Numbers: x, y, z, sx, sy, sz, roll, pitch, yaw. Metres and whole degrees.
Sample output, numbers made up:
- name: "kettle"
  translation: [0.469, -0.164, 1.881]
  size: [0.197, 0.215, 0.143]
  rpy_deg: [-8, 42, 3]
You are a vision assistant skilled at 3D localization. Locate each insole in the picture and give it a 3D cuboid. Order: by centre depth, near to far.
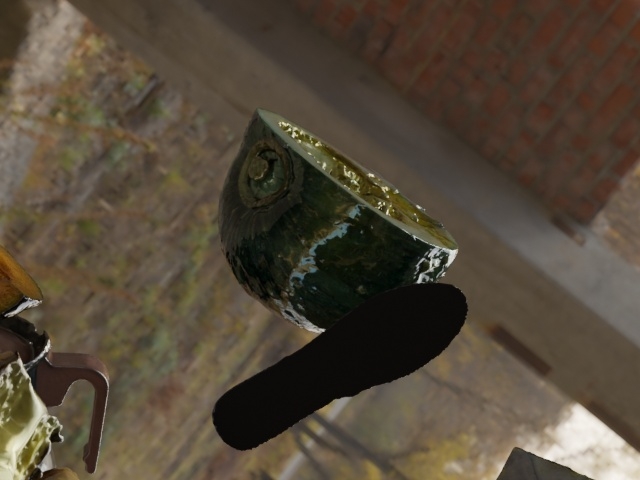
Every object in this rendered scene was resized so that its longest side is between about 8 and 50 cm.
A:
- name: "insole"
  translation: [0.025, 0.139, 1.494]
  size: [0.322, 0.109, 0.007]
  rpy_deg: [-29, -160, -7]

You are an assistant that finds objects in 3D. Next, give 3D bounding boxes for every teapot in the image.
- name: "teapot"
  translation: [-0.549, 0.297, 2.201]
  size: [0.305, 0.376, 0.361]
  rpy_deg: [-105, -158, -60]

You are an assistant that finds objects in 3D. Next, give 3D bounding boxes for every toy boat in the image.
- name: "toy boat"
  translation: [0.255, 0.275, 1.458]
  size: [0.063, 0.115, 0.016]
  rpy_deg: [-54, 157, -32]

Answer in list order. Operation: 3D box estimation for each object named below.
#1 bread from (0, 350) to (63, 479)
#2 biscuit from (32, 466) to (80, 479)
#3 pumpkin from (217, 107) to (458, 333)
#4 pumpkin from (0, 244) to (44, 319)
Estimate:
- name: "bread"
  translation: [-0.434, 0.257, 1.557]
  size: [0.204, 0.163, 0.262]
  rpy_deg: [79, 30, -45]
- name: "biscuit"
  translation: [-0.469, 0.512, 1.821]
  size: [0.429, 0.104, 0.446]
  rpy_deg: [-55, -177, 20]
- name: "pumpkin"
  translation: [0.000, 0.000, 1.623]
  size: [0.263, 0.293, 0.197]
  rpy_deg: [19, 111, -45]
- name: "pumpkin"
  translation: [-0.434, 0.033, 1.515]
  size: [0.130, 0.254, 0.149]
  rpy_deg: [-46, 164, -5]
